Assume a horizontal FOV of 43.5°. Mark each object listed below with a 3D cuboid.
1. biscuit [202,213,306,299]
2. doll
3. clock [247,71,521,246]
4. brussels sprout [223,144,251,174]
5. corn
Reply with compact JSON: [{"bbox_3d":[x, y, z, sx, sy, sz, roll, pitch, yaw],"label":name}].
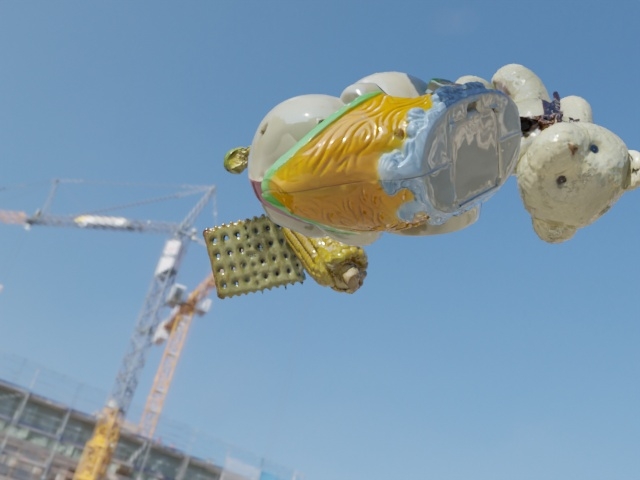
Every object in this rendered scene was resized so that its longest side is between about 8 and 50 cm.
[{"bbox_3d":[-0.101,0.024,1.438,0.203,0.144,0.016,-11,1,-1],"label":"biscuit"},{"bbox_3d":[0.287,-0.145,1.063,0.175,0.278,0.149,-39,-34,7],"label":"doll"},{"bbox_3d":[0.040,-0.060,0.548,0.144,0.231,0.103,4,-73,37],"label":"clock"},{"bbox_3d":[-0.128,-0.143,1.398,0.083,0.051,0.046,-10,-58,21],"label":"brussels sprout"},{"bbox_3d":[0.000,0.000,1.272,0.097,0.261,0.097,-12,-57,-19],"label":"corn"}]
